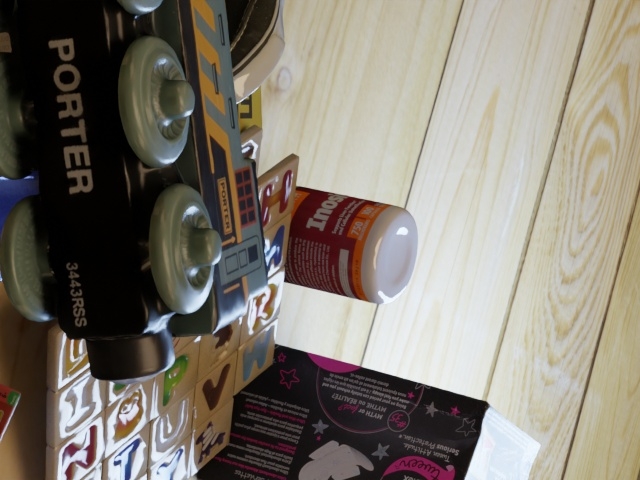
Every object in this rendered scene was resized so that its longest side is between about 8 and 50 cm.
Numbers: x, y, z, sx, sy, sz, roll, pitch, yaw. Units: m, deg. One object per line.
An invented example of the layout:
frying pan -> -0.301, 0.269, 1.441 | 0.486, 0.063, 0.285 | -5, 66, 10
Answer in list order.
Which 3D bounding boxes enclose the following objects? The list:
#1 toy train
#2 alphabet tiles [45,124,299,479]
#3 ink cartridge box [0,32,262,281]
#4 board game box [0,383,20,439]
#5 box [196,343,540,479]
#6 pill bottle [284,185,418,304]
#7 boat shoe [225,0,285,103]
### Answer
toy train -> -0.120, -0.085, 1.054 | 0.190, 0.142, 0.334 | -27, 110, -69
alphabet tiles -> -0.114, 0.085, 1.345 | 0.285, 0.011, 0.342 | -38, 147, -42
ink cartridge box -> -0.140, -0.134, 1.202 | 0.303, 0.072, 0.307 | -9, 95, -62
board game box -> -0.270, 0.232, 1.117 | 0.145, 0.027, 0.281 | 136, -23, -69
box -> 0.044, 0.199, 1.535 | 0.163, 0.247, 0.142 | 40, 67, -59
pill bottle -> 0.000, 0.000, 1.477 | 0.086, 0.152, 0.086 | -32, 127, -54
boat shoe -> -0.063, -0.183, 1.207 | 0.070, 0.077, 0.219 | 60, 32, -41
